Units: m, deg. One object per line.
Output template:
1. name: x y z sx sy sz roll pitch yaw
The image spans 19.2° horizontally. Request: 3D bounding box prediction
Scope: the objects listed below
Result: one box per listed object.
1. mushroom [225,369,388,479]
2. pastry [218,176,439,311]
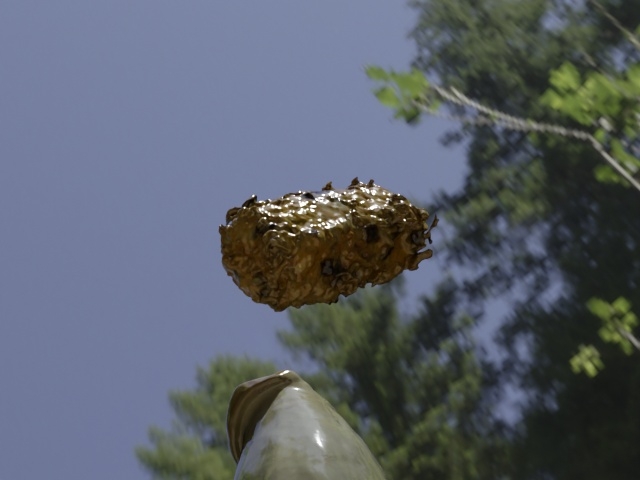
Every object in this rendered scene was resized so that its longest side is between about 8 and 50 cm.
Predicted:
1. mushroom: 0.022 0.188 0.787 0.097 0.351 0.109 -29 -43 10
2. pastry: 0.000 0.000 1.050 0.140 0.080 0.056 -7 -65 -46
